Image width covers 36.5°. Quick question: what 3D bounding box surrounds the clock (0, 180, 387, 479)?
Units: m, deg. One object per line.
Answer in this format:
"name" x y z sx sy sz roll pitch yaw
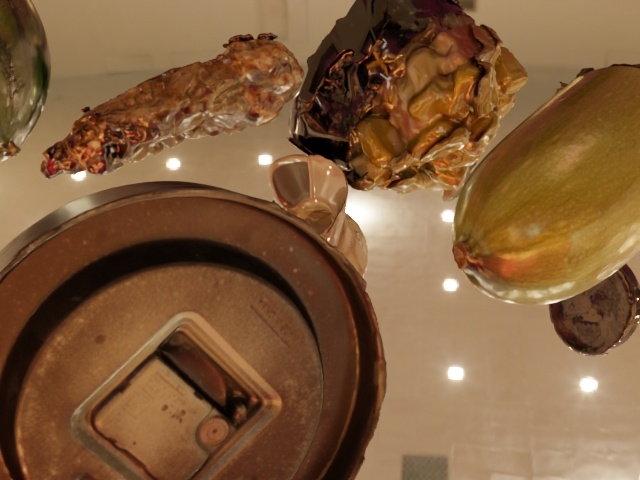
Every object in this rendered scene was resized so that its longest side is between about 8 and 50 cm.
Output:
"clock" -0.130 0.134 0.830 0.386 0.386 0.076 -13 -161 -20

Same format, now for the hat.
"hat" -0.001 -0.005 1.464 0.161 0.275 0.232 -3 -128 -16

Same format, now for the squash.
"squash" 0.154 -0.029 0.616 0.123 0.123 0.186 25 -134 37

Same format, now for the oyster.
"oyster" -0.177 -0.146 1.181 0.345 0.129 0.078 -23 -126 -9

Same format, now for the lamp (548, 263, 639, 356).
"lamp" 0.376 0.100 1.176 0.108 0.130 0.371 -22 160 26

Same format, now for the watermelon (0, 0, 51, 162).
"watermelon" -0.368 -0.161 0.875 0.242 0.242 0.242 -1 -150 0

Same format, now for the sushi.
"sushi" 0.160 -0.209 1.512 0.285 0.328 0.328 38 -174 28
